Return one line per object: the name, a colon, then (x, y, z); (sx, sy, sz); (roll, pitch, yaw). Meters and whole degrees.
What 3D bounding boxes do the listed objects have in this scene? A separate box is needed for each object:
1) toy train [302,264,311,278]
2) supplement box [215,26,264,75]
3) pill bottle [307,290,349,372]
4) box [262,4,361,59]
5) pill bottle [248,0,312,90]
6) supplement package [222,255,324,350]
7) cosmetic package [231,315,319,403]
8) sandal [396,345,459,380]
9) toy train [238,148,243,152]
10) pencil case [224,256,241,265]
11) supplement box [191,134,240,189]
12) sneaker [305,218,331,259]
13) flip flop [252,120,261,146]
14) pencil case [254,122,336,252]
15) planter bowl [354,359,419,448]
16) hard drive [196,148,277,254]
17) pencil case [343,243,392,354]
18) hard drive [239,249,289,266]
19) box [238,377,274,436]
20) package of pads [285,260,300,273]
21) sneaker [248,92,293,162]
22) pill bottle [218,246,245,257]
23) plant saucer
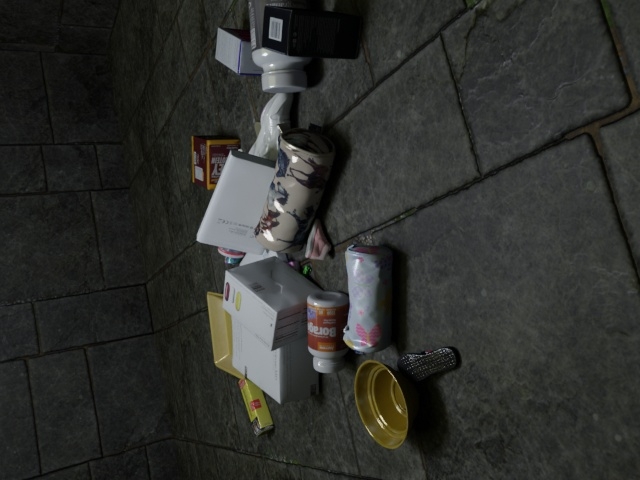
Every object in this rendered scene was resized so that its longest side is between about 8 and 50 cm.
toy train: (-0.050, 0.110, 1.802); (0.083, 0.017, 0.023); (116, 146, -43)
supplement box: (-0.265, -0.642, 1.904); (0.220, 0.111, 0.113); (42, 131, 47)
pill bottle: (0.023, 0.262, 1.609); (0.121, 0.121, 0.216); (17, 111, 57)
box: (-0.024, -0.530, 1.430); (0.153, 0.207, 0.108); (39, 129, 51)
pill bottle: (-0.111, -0.589, 1.593); (0.176, 0.176, 0.318); (9, 104, 59)
supplement package: (-0.147, 0.188, 1.751); (0.262, 0.204, 0.145); (33, 125, 38)
cosmetic package: (-0.160, 0.376, 1.909); (0.385, 0.156, 0.217); (11, 104, 59)
sandal: (0.255, 0.286, 1.314); (0.179, 0.040, 0.067); (-26, 79, 43)
toy train: (-0.267, -0.249, 2.063); (0.125, 0.046, 0.166); (-42, 64, 53)
pencil case: (-0.353, 0.021, 2.239); (0.064, 0.070, 0.151); (7, 102, 59)
supplement box: (-0.412, -0.311, 2.207); (0.194, 0.129, 0.191); (25, 117, 55)
sneaker: (0.000, 0.000, 1.672); (0.051, 0.070, 0.134); (118, 164, -57)
flip flop: (-0.200, -0.266, 1.909); (0.112, 0.080, 0.277); (18, 112, 57)
pencil case: (-0.086, -0.141, 1.662); (0.183, 0.160, 0.410); (43, 134, 26)
planter bowl: (0.182, 0.397, 1.401); (0.217, 0.090, 0.217); (19, 113, 56)
hard drive: (-0.234, -0.111, 1.805); (0.353, 0.233, 0.047); (-60, 27, 35)
pencil case: (0.121, 0.145, 1.424); (0.124, 0.113, 0.273); (10, 105, 36)
hard drive: (-0.204, 0.100, 2.034); (0.318, 0.040, 0.210); (-51, 53, 51)
box: (-0.255, 0.649, 2.223); (0.087, 0.058, 0.232); (-55, 50, 50)
package of pads: (-0.089, 0.110, 1.850); (0.050, 0.032, 0.083); (-8, 90, 55)
sneaker: (-0.126, -0.327, 1.775); (0.152, 0.114, 0.305); (29, 116, 14)
pill bottle: (-0.321, -0.034, 2.130); (0.108, 0.108, 0.180); (37, 119, 50)
plant saucer: (-0.364, 0.378, 2.327); (0.333, 0.081, 0.332); (-1, 96, 59)
